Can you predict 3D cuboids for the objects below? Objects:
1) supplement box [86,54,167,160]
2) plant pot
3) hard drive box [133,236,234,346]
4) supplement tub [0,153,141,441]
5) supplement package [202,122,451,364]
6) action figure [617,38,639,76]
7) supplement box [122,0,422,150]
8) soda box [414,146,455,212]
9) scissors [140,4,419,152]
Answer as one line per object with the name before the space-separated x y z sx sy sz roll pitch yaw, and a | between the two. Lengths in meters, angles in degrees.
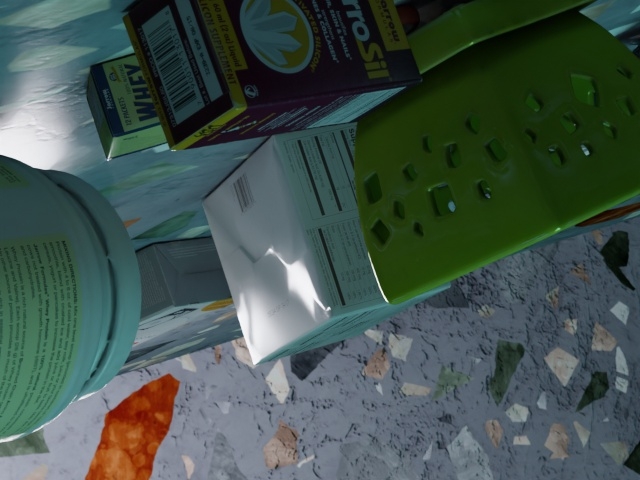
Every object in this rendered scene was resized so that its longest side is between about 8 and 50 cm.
supplement box | -0.132 -0.108 1.348 0.083 0.056 0.083 -18 173 -12
plant pot | 0.154 -0.096 1.519 0.228 0.207 0.227 -25 179 -42
hard drive box | -0.240 0.078 2.315 0.232 0.089 0.181 -24 171 31
supplement tub | -0.316 0.052 1.341 0.235 0.235 0.325 -24 171 34
supplement package | 0.000 0.000 1.908 0.145 0.204 0.262 -14 171 -24
action figure | 0.414 -0.187 1.883 0.164 0.141 0.275 -17 169 -31
supplement box | -0.031 -0.134 1.231 0.188 0.104 0.081 -13 170 -44
soda box | 0.086 -0.033 2.164 0.091 0.098 0.286 -12 162 -21
scissors | -0.036 -0.135 1.532 0.109 0.021 0.297 -15 170 -46
